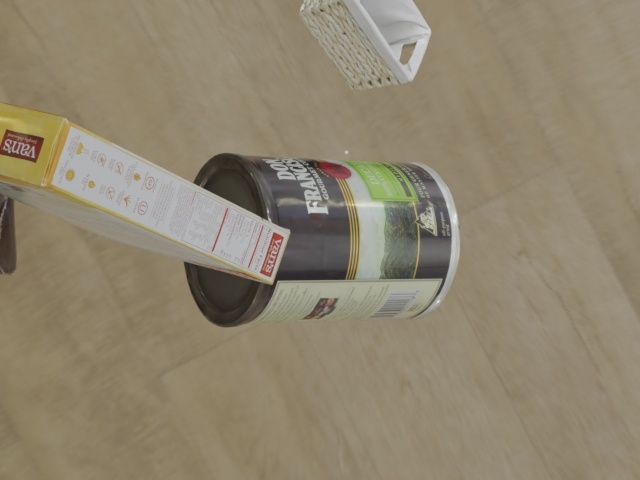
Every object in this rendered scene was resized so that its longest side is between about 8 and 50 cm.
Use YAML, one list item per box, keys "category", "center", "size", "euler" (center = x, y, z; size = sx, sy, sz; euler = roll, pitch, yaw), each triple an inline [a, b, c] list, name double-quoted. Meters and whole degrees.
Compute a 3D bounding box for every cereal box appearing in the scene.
- category: "cereal box"
  center: [-0.153, -0.036, 0.922]
  size: [0.173, 0.240, 0.047]
  euler: [14, 83, 34]

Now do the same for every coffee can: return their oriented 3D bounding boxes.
- category: "coffee can"
  center: [0.000, 0.000, 1.685]
  size: [0.275, 0.201, 0.202]
  euler: [0, 94, -34]

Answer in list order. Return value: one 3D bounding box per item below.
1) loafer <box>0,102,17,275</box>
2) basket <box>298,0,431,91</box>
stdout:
- category: "loafer"
  center: [-0.470, -0.006, 1.873]
  size: [0.130, 0.133, 0.366]
  euler: [27, 80, -40]
- category: "basket"
  center: [0.060, -0.300, 1.924]
  size: [0.103, 0.113, 0.167]
  euler: [-10, 132, 36]
